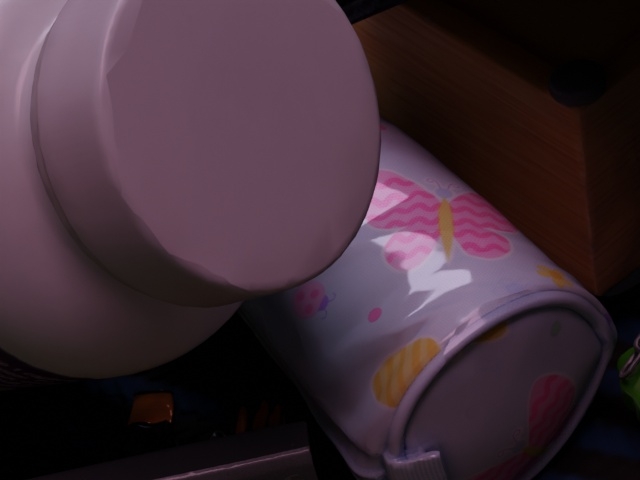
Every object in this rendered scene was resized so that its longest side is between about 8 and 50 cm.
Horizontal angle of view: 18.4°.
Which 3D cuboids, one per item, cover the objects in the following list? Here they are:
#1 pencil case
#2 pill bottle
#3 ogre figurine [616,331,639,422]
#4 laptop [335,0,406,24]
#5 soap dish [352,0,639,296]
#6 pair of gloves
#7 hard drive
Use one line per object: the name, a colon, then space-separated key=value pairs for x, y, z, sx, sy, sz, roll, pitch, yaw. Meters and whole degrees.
pencil case: x=0.000 y=0.000 z=0.854 sx=0.124 sy=0.113 sz=0.273 roll=-23 pitch=45 yaw=-29
pill bottle: x=-0.121 y=-0.026 z=0.779 sx=0.301 sy=0.169 sz=0.169 roll=-9 pitch=37 yaw=48
ogre figurine: x=0.222 y=0.059 z=0.763 sx=0.197 sy=0.097 sz=0.118 roll=21 pitch=72 yaw=49
laptop: x=0.256 y=-0.173 z=0.799 sx=0.382 sy=0.236 sz=0.408 roll=-52 pitch=19 yaw=-26
soap dish: x=0.106 y=-0.124 z=0.945 sx=0.229 sy=0.118 sz=0.291 roll=-37 pitch=50 yaw=-20
pair of gloves: x=-0.054 y=0.093 z=0.853 sx=0.083 sy=0.010 sz=0.074 roll=-2 pitch=47 yaw=14
hard drive: x=-0.061 y=0.118 z=0.771 sx=0.135 sy=0.094 sz=0.022 roll=-13 pitch=44 yaw=2
